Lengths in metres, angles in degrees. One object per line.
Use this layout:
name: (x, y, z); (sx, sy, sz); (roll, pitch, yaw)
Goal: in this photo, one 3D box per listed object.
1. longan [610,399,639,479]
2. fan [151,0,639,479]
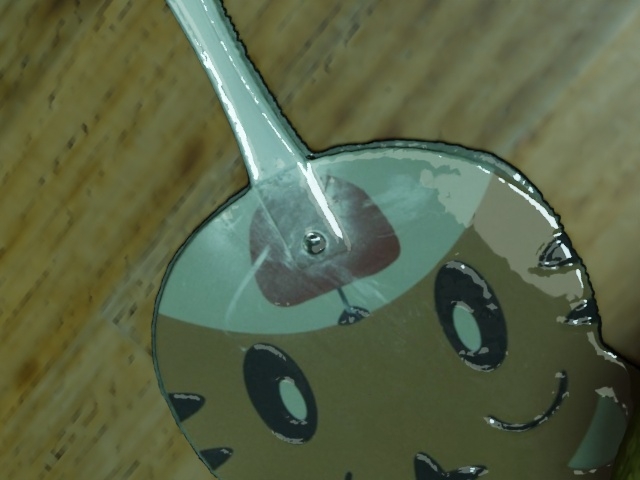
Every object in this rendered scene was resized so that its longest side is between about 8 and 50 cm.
longan: (0.144, 0.087, 0.420); (0.145, 0.176, 0.155); (-26, 124, 17)
fan: (0.000, 0.000, 0.522); (0.152, 0.008, 0.227); (-24, 97, 19)
